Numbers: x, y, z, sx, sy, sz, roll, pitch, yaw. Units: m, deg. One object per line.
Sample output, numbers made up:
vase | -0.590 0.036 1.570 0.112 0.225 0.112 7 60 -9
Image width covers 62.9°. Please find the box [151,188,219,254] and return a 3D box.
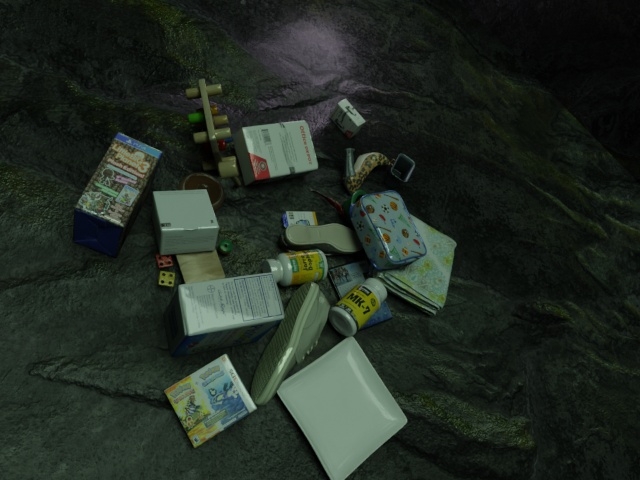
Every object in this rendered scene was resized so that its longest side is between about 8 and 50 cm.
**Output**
box | -0.441 -0.062 1.692 0.181 0.119 0.182 -5 50 -26

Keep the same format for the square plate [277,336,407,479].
square plate | 0.070 0.541 1.707 0.344 0.049 0.347 -27 79 -34

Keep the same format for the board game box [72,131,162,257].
board game box | -0.624 -0.135 1.604 0.141 0.232 0.291 24 58 -14

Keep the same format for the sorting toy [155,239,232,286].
sorting toy | -0.406 0.087 1.709 0.274 0.046 0.132 -13 71 -31

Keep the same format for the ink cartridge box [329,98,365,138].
ink cartridge box | 0.114 -0.521 2.241 0.056 0.099 0.135 -37 84 -34

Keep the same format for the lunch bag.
lunch bag | 0.255 -0.032 1.933 0.243 0.115 0.303 -11 72 -40

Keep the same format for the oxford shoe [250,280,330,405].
oxford shoe | -0.082 0.334 1.680 0.130 0.169 0.449 42 51 -19

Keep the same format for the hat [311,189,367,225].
hat | 0.094 -0.108 2.070 0.173 0.183 0.208 -6 89 -55

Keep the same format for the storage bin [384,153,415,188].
storage bin | 0.325 -0.291 2.232 0.098 0.091 0.135 35 54 -6

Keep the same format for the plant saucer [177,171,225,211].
plant saucer | -0.418 -0.176 1.849 0.168 0.029 0.168 11 60 -20

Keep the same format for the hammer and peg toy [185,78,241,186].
hammer and peg toy | -0.373 -0.342 1.834 0.127 0.266 0.361 -12 70 -7

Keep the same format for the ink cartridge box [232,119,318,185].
ink cartridge box | -0.168 -0.330 1.969 0.273 0.114 0.197 -14 90 -30

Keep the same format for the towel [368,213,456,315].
towel | 0.368 0.074 2.068 0.320 0.090 0.374 31 54 -13

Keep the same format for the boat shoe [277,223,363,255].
boat shoe | 0.000 0.000 1.937 0.335 0.095 0.112 6 66 -29

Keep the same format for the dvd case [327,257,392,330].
dvd case | 0.143 0.199 1.935 0.180 0.022 0.253 -14 72 -30

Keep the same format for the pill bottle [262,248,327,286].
pill bottle | -0.090 0.097 1.814 0.208 0.117 0.117 -6 68 -28

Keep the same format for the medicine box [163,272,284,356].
medicine box | -0.294 0.224 1.561 0.289 0.263 0.149 -5 68 -28

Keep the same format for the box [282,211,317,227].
box | -0.079 -0.068 1.960 0.136 0.028 0.081 -1 66 -24

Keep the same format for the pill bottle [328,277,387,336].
pill bottle | 0.134 0.228 1.830 0.119 0.119 0.208 48 55 3

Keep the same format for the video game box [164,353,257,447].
video game box | -0.317 0.462 1.522 0.205 0.048 0.187 -30 78 -14

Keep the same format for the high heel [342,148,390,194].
high heel | 0.195 -0.274 2.187 0.261 0.093 0.186 2 86 -38
